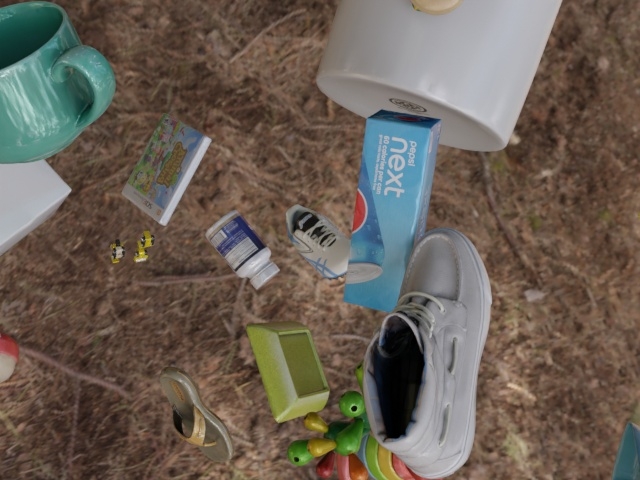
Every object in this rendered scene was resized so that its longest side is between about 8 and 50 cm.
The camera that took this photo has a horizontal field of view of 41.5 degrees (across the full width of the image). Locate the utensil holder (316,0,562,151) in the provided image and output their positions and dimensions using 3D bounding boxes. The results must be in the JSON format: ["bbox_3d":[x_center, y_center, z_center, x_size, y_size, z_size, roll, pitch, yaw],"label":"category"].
[{"bbox_3d":[0.195,-0.364,1.256,0.327,0.327,0.385,22,87,-28],"label":"utensil holder"}]

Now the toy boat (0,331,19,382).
[{"bbox_3d":[-0.624,0.167,1.473,0.151,0.231,0.151,19,75,-50],"label":"toy boat"}]

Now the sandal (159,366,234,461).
[{"bbox_3d":[-0.195,0.270,1.274,0.180,0.072,0.049,63,36,-21],"label":"sandal"}]

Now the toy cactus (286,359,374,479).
[{"bbox_3d":[0.073,0.208,0.981,0.112,0.219,0.180,49,2,29],"label":"toy cactus"}]

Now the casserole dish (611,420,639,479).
[{"bbox_3d":[0.380,0.298,1.013,0.037,0.114,0.188,12,21,11],"label":"casserole dish"}]

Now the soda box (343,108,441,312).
[{"bbox_3d":[0.077,-0.031,0.921,0.067,0.071,0.210,-41,141,-66],"label":"soda box"}]

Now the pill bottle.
[{"bbox_3d":[-0.170,0.023,1.883,0.169,0.094,0.094,50,48,3],"label":"pill bottle"}]

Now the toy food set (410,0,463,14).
[{"bbox_3d":[0.146,-0.326,1.061,0.020,0.082,0.083,-80,166,-67],"label":"toy food set"}]

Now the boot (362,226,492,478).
[{"bbox_3d":[0.101,0.084,0.799,0.123,0.095,0.258,45,43,-52],"label":"boot"}]

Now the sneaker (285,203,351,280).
[{"bbox_3d":[0.000,0.000,1.466,0.085,0.237,0.086,-43,120,-7],"label":"sneaker"}]

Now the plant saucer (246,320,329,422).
[{"bbox_3d":[-0.049,0.236,1.599,0.188,0.045,0.188,5,63,-62],"label":"plant saucer"}]

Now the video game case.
[{"bbox_3d":[-0.343,-0.161,1.858,0.023,0.193,0.212,26,94,-45],"label":"video game case"}]

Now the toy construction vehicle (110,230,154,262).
[{"bbox_3d":[-0.386,0.013,1.724,0.086,0.098,0.035,-15,68,-22],"label":"toy construction vehicle"}]

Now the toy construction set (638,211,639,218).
[{"bbox_3d":[0.434,0.057,0.756,0.215,0.151,0.327,-15,74,-59],"label":"toy construction set"}]

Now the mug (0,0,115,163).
[{"bbox_3d":[-0.245,-0.118,0.696,0.129,0.158,0.097,-31,132,-16],"label":"mug"}]

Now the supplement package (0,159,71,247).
[{"bbox_3d":[-0.638,-0.109,1.551,0.262,0.198,0.199,50,60,-8],"label":"supplement package"}]

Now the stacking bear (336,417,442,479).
[{"bbox_3d":[0.191,0.509,2.010,0.175,0.289,0.164,-15,96,-40],"label":"stacking bear"}]
